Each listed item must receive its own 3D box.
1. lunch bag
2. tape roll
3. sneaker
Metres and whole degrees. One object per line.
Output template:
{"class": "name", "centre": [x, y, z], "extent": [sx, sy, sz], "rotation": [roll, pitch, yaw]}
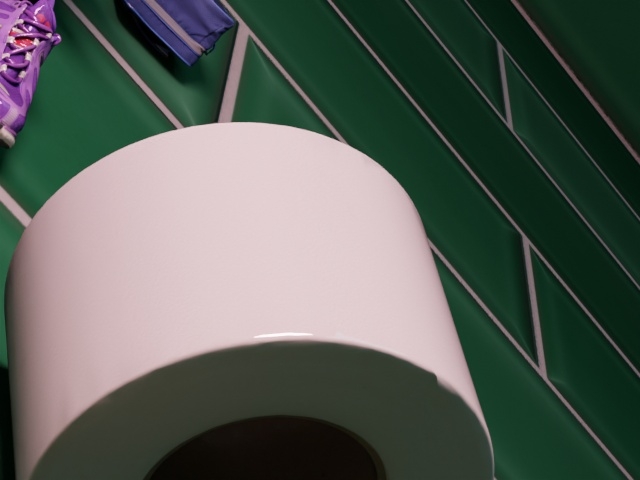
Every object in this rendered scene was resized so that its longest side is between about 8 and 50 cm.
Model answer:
{"class": "lunch bag", "centre": [-0.123, -0.192, 1.597], "extent": [0.098, 0.065, 0.067], "rotation": [45, 5, -25]}
{"class": "tape roll", "centre": [-0.044, 0.081, 1.019], "extent": [0.246, 0.246, 0.169], "rotation": [41, 23, -38]}
{"class": "sneaker", "centre": [-0.206, -0.126, 1.254], "extent": [0.068, 0.071, 0.170], "rotation": [45, 21, -30]}
